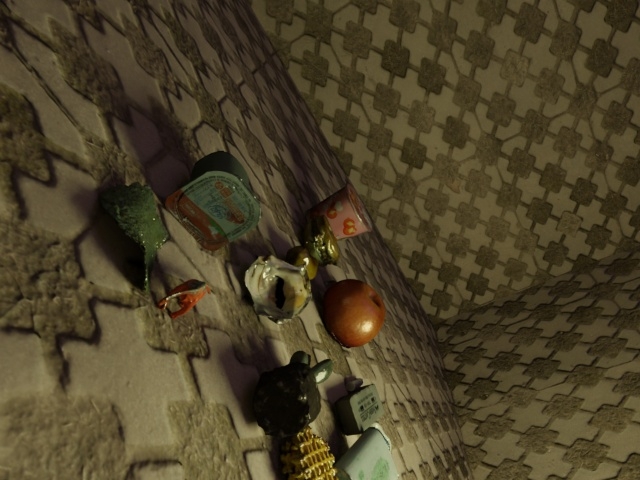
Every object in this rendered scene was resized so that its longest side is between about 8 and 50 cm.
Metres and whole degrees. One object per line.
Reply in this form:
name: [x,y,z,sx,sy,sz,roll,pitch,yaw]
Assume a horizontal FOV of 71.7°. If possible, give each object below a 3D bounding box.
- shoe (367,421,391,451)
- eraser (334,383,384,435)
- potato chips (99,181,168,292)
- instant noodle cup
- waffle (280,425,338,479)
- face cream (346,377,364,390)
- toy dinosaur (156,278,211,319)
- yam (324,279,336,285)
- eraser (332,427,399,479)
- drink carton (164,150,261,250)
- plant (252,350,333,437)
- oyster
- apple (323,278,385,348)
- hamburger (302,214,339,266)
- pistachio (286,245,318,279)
shoe: [0.194,0.687,1.505,0.143,0.063,0.071,63,27,-17]
eraser: [0.137,0.559,1.486,0.352,0.077,0.112,22,44,-67]
potato chips: [-0.351,-0.013,0.864,0.229,0.059,0.167,65,7,1]
instant noodle cup: [0.076,-0.103,1.996,0.243,0.231,0.243,56,18,-28]
waffle: [-0.023,0.540,1.045,0.193,0.070,0.197,54,17,-31]
face cream: [0.129,0.516,1.597,0.130,0.034,0.034,21,46,-65]
toy dinosaur: [-0.266,0.109,0.868,0.055,0.101,0.279,52,6,-3]
yam: [0.043,0.177,1.853,0.021,0.021,0.116,68,16,11]
eraser: [0.123,0.652,1.220,0.227,0.081,0.174,-10,75,-61]
drink carton: [-0.251,-0.116,1.117,0.185,0.191,0.190,53,13,-28]
plant: [-0.064,0.354,1.071,0.274,0.146,0.149,-15,99,-75]
oyster: [-0.121,0.141,1.274,0.271,0.100,0.275,48,35,-38]
apple: [0.126,0.265,1.662,0.252,0.206,0.271,65,17,11]
hamburger: [0.000,0.000,1.812,0.215,0.122,0.190,-100,165,-51]
pistachio: [-0.067,0.085,1.532,0.189,0.100,0.110,60,34,-70]
